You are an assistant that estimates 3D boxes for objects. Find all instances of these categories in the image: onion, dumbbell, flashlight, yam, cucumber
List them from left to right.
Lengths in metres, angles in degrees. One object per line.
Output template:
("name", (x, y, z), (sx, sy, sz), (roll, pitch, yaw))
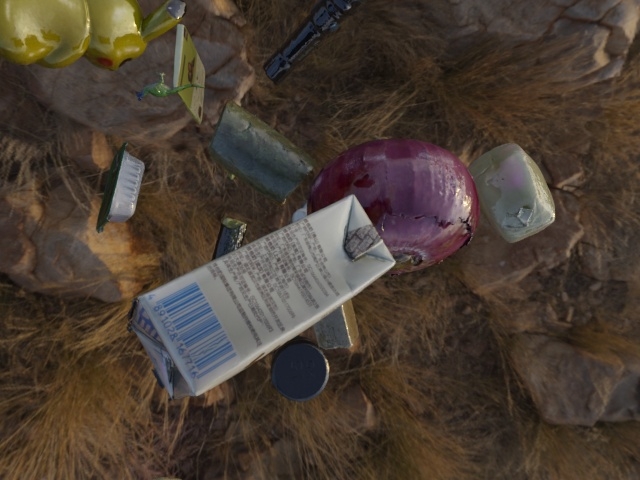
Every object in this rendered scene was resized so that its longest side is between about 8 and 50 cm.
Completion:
("cucumber", (-0.268, 0.054, 1.237), (0.074, 0.074, 0.242), (17, 82, -16))
("yam", (-0.153, -0.211, 1.111), (0.267, 0.161, 0.161), (33, 93, -13))
("dumbbell", (-0.080, 0.457, 1.622), (0.203, 0.322, 0.204), (1, 80, -5))
("flashlight", (-0.010, -0.588, 1.223), (0.103, 0.103, 0.423), (44, 128, -18))
("onion", (0.148, -0.087, 0.945), (0.357, 0.358, 0.345), (-3, 91, -12))

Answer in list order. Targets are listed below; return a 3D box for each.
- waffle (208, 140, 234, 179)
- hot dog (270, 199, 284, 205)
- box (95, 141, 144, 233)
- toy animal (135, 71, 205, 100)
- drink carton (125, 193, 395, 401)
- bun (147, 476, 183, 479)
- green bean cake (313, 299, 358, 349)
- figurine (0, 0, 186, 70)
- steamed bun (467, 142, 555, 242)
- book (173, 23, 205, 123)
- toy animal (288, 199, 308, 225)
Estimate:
("waffle", (-0.345, -0.385, 1.852), (0.204, 0.054, 0.224), (-37, 128, -10))
("hot dog", (-0.196, -0.271, 1.817), (0.123, 0.093, 0.262), (-3, 97, -11))
("box", (-0.802, -0.204, 1.798), (0.105, 0.264, 0.337), (18, 70, -33))
("toy animal", (-0.486, -0.507, 1.427), (0.216, 0.041, 0.075), (-19, 124, -18))
("drink carton", (-0.082, 0.079, 0.615), (0.324, 0.194, 0.132), (-29, 86, -31))
("bun", (-0.396, 0.684, 1.042), (0.287, 0.146, 0.288), (-5, 103, -21))
("green bean cake", (0.035, 0.217, 1.276), (0.109, 0.085, 0.179), (-10, 98, 26))
("figurine", (-0.436, -0.395, 0.782), (0.326, 0.218, 0.169), (-13, 131, -40))
("steamed bun", (0.475, -0.113, 1.112), (0.169, 0.152, 0.239), (-28, 99, 29))
("book", (-0.497, -0.618, 1.700), (0.035, 0.352, 0.240), (3, 84, -2))
("toy animal", (-0.012, -0.015, 1.626), (0.174, 0.289, 0.249), (-36, 103, -21))
